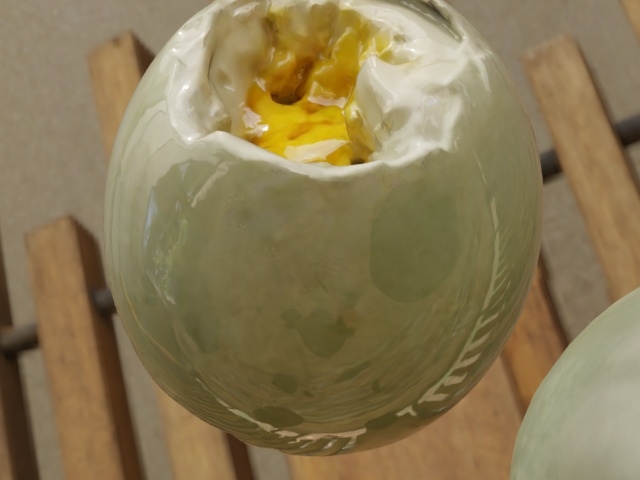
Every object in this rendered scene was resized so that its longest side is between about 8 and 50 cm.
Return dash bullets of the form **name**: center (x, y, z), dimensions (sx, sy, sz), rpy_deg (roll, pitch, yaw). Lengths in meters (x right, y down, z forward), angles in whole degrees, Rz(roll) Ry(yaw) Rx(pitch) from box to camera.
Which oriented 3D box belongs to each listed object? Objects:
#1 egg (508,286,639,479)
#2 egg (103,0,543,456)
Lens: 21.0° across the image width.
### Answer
- **egg**: center (0.257, 0.117, 0.806), dimensions (0.352, 0.258, 0.258), rpy_deg (-5, -23, 39)
- **egg**: center (0.000, 0.000, 1.101), dimensions (0.278, 0.278, 0.336), rpy_deg (-9, -40, -9)
